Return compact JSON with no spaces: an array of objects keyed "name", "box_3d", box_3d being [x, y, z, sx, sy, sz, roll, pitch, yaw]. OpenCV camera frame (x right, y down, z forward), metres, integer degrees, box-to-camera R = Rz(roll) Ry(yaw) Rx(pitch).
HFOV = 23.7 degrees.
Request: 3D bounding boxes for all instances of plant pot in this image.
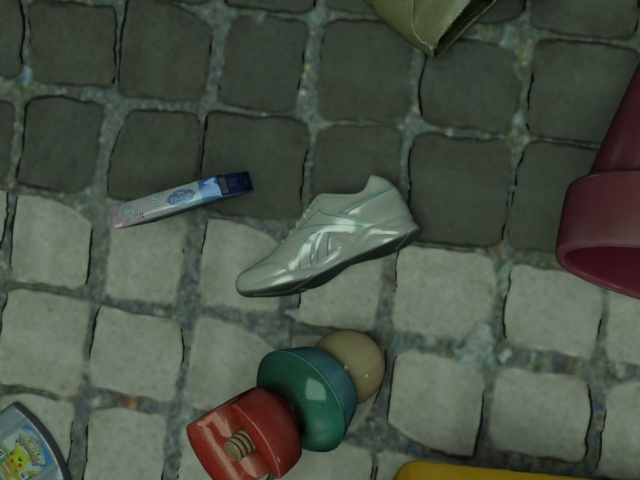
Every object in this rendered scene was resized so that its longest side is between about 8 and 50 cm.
[{"name":"plant pot","box_3d":[0.278,-0.053,1.058,0.201,0.201,0.180,12,79,13]}]

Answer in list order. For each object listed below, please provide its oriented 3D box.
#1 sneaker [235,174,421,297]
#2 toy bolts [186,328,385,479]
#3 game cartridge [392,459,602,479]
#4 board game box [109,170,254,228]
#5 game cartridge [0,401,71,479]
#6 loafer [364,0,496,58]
[{"name":"sneaker","box_3d":[0.000,0.000,1.194,0.152,0.054,0.061,-24,78,8]},{"name":"toy bolts","box_3d":[0.010,0.185,1.181,0.218,0.158,0.228,-22,99,54]},{"name":"game cartridge","box_3d":[0.188,0.317,1.022,0.285,0.052,0.323,8,58,-12]},{"name":"board game box","box_3d":[-0.107,-0.032,1.194,0.090,0.090,0.020,-17,90,13]},{"name":"game cartridge","box_3d":[-0.248,0.180,1.278,0.056,0.017,0.083,-37,84,9]},{"name":"loafer","box_3d":[0.157,-0.225,1.122,0.268,0.102,0.092,-30,87,23]}]
